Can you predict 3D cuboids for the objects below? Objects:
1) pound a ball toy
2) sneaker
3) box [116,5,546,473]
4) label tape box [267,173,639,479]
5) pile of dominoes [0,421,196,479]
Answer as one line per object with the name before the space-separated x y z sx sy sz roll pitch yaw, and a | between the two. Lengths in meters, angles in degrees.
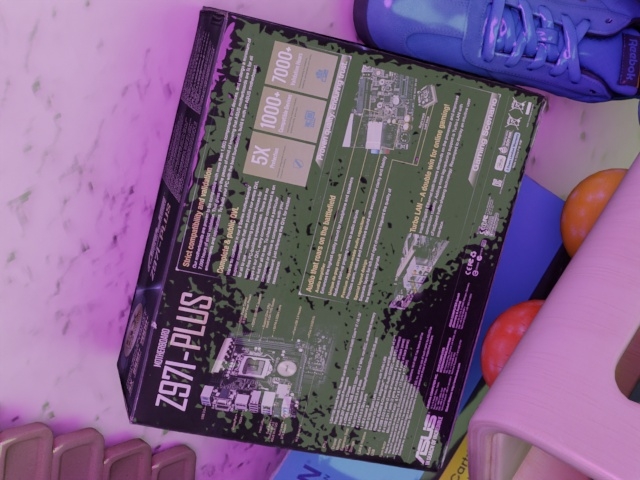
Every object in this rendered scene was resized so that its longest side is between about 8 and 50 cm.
pound a ball toy | 0.164 0.048 0.571 0.319 0.136 0.208 -53 158 -21
sneaker | 0.115 -0.110 0.615 0.209 0.082 0.069 3 111 -36
box | 0.000 0.000 0.541 0.147 0.077 0.180 11 100 -16
label tape box | 0.139 0.123 0.711 0.347 0.115 0.249 30 92 -21
pile of dominoes | -0.176 0.166 0.574 0.251 0.040 0.196 19 98 -49
